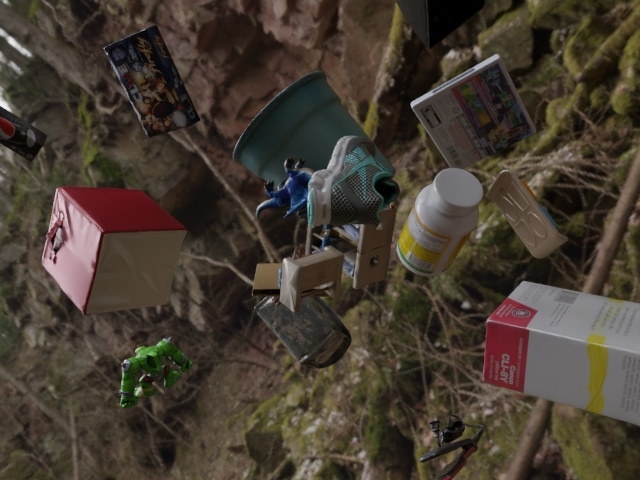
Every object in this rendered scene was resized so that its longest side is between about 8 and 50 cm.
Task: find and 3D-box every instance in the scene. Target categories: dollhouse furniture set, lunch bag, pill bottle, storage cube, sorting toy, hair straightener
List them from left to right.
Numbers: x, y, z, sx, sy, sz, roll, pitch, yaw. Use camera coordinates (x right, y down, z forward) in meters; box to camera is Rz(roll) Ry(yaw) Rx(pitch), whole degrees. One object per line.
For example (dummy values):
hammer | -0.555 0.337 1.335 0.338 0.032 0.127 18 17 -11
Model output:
storage cube | -0.415 0.016 1.214 0.215 0.193 0.183 -3 -60 -49
lunch bag | -0.036 0.265 1.877 0.169 0.235 0.287 -43 -22 1
dollhouse furniture set | 0.000 0.000 0.915 0.184 0.129 0.128 -16 -56 -37
pill bottle | 0.221 -0.033 1.117 0.117 0.118 0.208 -43 -18 -31
hair straightener | 0.228 0.340 1.039 0.047 0.089 0.230 -36 -18 31
sorting toy | 0.481 -0.061 1.415 0.038 0.208 0.193 -35 -14 -5

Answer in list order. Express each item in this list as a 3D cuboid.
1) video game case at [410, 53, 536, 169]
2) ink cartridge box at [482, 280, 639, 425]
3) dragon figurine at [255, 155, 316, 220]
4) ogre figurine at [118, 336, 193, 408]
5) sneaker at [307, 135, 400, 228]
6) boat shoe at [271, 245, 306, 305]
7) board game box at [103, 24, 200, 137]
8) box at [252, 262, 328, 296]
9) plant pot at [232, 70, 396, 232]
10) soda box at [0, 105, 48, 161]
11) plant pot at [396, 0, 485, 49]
video game case | 0.305 -0.243 1.197 0.184 0.201 0.023 -27 40 21
ink cartridge box | 0.578 0.231 1.285 0.279 0.385 0.160 -22 -63 -53
dragon figurine | -0.056 -0.102 1.458 0.289 0.144 0.085 -43 -20 25
ogre figurine | -0.410 0.315 1.489 0.197 0.097 0.118 -17 -65 -22
sneaker | 0.042 -0.055 0.596 0.166 0.076 0.064 -62 -24 -55
boat shoe | -0.083 0.093 1.612 0.178 0.060 0.064 -57 1 -21
board game box | -0.417 -0.387 1.502 0.165 0.243 0.042 -7 27 36
box | -0.070 0.089 1.397 0.201 0.165 0.021 -102 12 -75
plant pot | 0.003 -0.216 1.637 0.341 0.334 0.341 -44 -4 -4
soda box | -0.687 -0.247 1.314 0.053 0.169 0.060 -45 30 19
plant pot | 0.275 -0.619 1.459 0.188 0.167 0.187 -38 -24 -5
